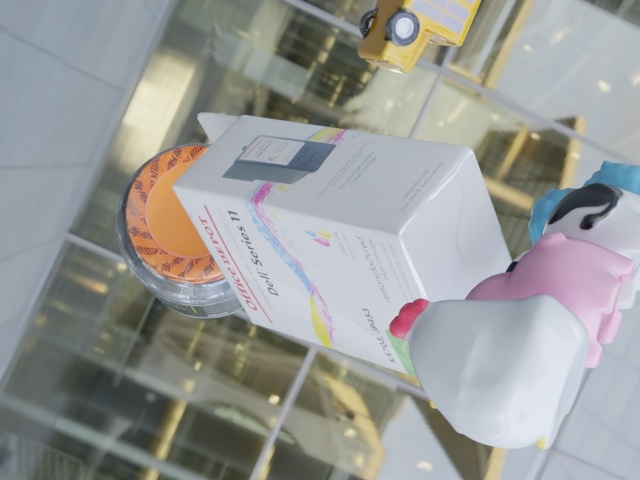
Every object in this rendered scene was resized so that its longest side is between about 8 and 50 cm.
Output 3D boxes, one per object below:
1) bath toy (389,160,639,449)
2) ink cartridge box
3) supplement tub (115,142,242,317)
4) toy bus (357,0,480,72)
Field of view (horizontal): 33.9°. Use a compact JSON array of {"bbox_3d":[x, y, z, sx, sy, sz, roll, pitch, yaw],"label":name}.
[{"bbox_3d":[0.161,0.043,0.783,0.348,0.129,0.151,-34,138,-55],"label":"bath toy"},{"bbox_3d":[0.000,0.000,1.010,0.353,0.207,0.119,13,-128,42],"label":"ink cartridge box"},{"bbox_3d":[-0.157,-0.008,1.396,0.338,0.207,0.207,115,-1,-81],"label":"supplement tub"},{"bbox_3d":[0.177,-0.403,1.546,0.332,0.130,0.108,-67,-155,3],"label":"toy bus"}]
